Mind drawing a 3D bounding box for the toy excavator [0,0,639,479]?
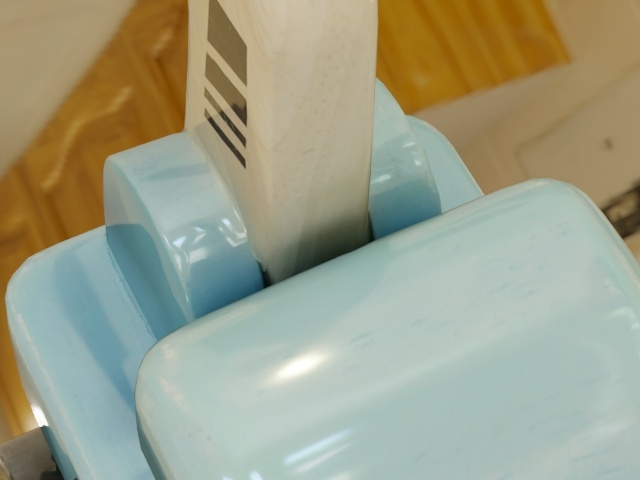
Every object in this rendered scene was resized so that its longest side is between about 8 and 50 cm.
[{"bbox_3d":[0.000,0.000,0.565,0.222,0.433,0.445,-22,-26,-17],"label":"toy excavator"}]
